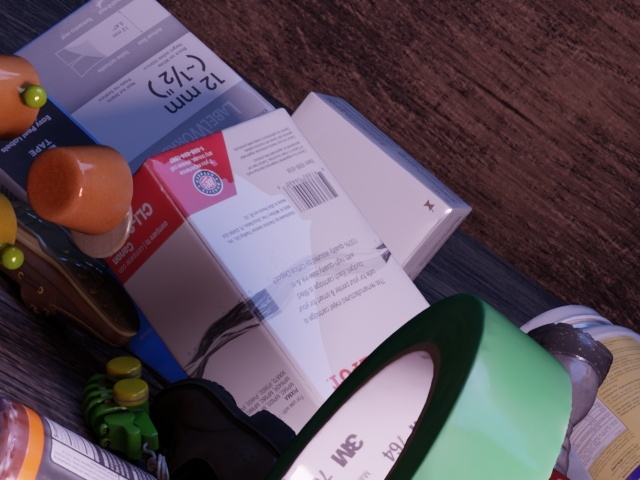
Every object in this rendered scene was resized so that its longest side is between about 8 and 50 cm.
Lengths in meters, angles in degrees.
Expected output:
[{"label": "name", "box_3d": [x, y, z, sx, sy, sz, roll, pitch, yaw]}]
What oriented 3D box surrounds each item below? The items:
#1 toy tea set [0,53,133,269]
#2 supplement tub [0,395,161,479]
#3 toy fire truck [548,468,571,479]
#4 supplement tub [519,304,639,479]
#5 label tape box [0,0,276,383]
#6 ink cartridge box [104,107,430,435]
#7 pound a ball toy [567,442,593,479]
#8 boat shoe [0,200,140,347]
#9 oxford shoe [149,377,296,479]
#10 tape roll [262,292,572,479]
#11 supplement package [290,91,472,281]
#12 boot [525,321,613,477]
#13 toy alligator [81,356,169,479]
[{"label": "toy tea set", "box_3d": [-0.281, -0.079, 1.654, 0.336, 0.200, 0.124, 44, 19, 27]}, {"label": "supplement tub", "box_3d": [-0.178, 0.164, 1.206, 0.198, 0.106, 0.106, 33, 11, -30]}, {"label": "toy fire truck", "box_3d": [0.116, 0.259, 1.707, 0.254, 0.169, 0.302, 36, 9, -5]}, {"label": "supplement tub", "box_3d": [0.376, 0.257, 2.470, 0.241, 0.241, 0.331, 30, 13, -46]}, {"label": "label tape box", "box_3d": [-0.158, -0.057, 1.848, 0.348, 0.249, 0.115, 41, -29, 17]}, {"label": "ink cartridge box", "box_3d": [-0.039, 0.043, 1.676, 0.273, 0.114, 0.197, 53, 39, 9]}, {"label": "pound a ball toy", "box_3d": [0.258, 0.354, 2.017, 0.208, 0.136, 0.319, 63, 3, -17]}, {"label": "boat shoe", "box_3d": [-0.229, 0.039, 1.714, 0.178, 0.060, 0.064, 41, 17, 22]}, {"label": "oxford shoe", "box_3d": [-0.096, 0.169, 1.555, 0.227, 0.096, 0.083, 15, -46, 61]}, {"label": "tape roll", "box_3d": [0.028, 0.181, 1.249, 0.077, 0.321, 0.321, 38, 10, -9]}, {"label": "supplement package", "box_3d": [0.000, 0.000, 2.157, 0.204, 0.262, 0.145, 41, 9, 9]}, {"label": "boot", "box_3d": [0.153, 0.226, 2.036, 0.118, 0.338, 0.222, 34, 55, -14]}, {"label": "toy alligator", "box_3d": [-0.159, 0.144, 1.546, 0.051, 0.056, 0.189, -7, 25, -11]}]
